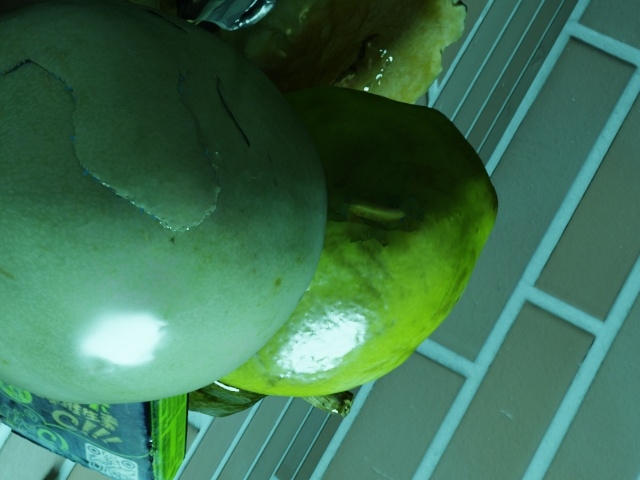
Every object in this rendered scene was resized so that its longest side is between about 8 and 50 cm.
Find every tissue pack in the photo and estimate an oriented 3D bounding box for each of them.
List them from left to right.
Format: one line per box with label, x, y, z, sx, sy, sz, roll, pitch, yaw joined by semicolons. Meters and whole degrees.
tissue pack;-0.198;0.115;1.086;0.236;0.173;0.073;99;17;-51

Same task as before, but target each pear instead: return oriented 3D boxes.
pear;0.000;0.000;1.139;0.321;0.269;0.269;-19;157;-6

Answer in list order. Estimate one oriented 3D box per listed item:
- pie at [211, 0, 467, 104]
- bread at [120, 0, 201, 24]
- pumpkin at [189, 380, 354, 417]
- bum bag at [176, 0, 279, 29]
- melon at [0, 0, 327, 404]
pie;0.005;-0.170;1.267;0.339;0.083;0.339;-30;153;-17
bread;-0.123;-0.200;1.020;0.106;0.053;0.072;-45;135;-57
pumpkin;-0.056;0.094;1.363;0.324;0.242;0.232;-15;166;-34
bum bag;-0.059;-0.304;0.941;0.144;0.095;0.341;-45;154;-46
melon;-0.142;-0.023;0.831;0.269;0.268;0.330;-65;157;9
